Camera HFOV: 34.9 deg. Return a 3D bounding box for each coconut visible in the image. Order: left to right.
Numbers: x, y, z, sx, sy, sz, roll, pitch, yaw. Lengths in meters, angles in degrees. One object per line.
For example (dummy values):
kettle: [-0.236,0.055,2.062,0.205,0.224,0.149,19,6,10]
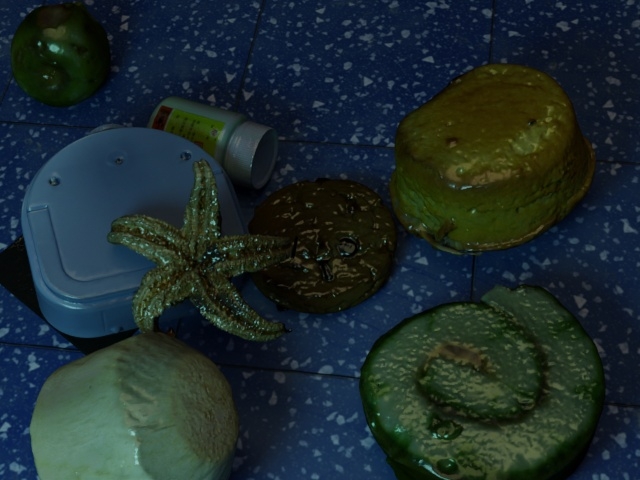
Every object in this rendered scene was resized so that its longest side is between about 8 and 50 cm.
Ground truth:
coconut: [-0.285,0.299,1.506,0.329,0.329,0.328,-3,55,4]

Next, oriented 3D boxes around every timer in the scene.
timer: [-0.332,-0.031,1.784,0.395,0.173,0.395,4,60,-6]

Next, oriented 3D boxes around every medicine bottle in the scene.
medicine bottle: [-0.204,-0.182,1.921,0.225,0.139,0.139,17,59,16]

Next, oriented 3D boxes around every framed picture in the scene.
framed picture: [-0.422,0.055,1.855,0.324,0.013,0.244,34,65,25]

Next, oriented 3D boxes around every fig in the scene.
fig: [-0.515,-0.406,2.095,0.206,0.206,0.275,1,36,6]

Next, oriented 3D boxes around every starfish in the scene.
starfish: [-0.178,0.026,1.619,0.303,0.113,0.312,-9,72,-12]

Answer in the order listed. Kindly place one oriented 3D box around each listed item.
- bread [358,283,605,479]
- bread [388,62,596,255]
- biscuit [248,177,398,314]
bread: [0.255,0.225,1.601,0.366,0.129,0.382,17,58,17]
bread: [0.289,-0.148,1.797,0.358,0.204,0.337,-40,45,-16]
biscuit: [0.000,-0.001,1.815,0.296,0.075,0.296,-2,55,3]
